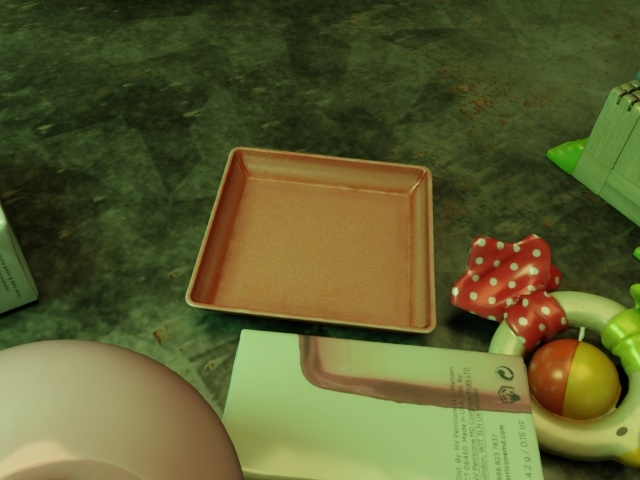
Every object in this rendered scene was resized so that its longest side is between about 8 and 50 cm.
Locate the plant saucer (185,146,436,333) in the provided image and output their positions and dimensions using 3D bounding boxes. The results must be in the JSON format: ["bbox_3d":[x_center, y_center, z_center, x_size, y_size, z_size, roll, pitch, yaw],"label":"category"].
[{"bbox_3d":[0.000,0.000,0.739,0.259,0.047,0.259,6,48,1],"label":"plant saucer"}]

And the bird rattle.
[{"bbox_3d":[0.245,0.103,0.616,0.254,0.143,0.206,17,65,15],"label":"bird rattle"}]

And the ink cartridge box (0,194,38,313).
[{"bbox_3d":[-0.482,0.008,0.639,0.306,0.131,0.226,-23,54,-22],"label":"ink cartridge box"}]

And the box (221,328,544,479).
[{"bbox_3d":[0.041,0.172,0.515,0.233,0.148,0.126,6,46,1],"label":"box"}]

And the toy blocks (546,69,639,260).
[{"bbox_3d":[0.473,-0.104,0.726,0.191,0.260,0.381,-23,53,-23],"label":"toy blocks"}]

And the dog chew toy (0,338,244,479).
[{"bbox_3d":[-0.172,0.166,0.412,0.207,0.332,0.206,3,82,-22],"label":"dog chew toy"}]
